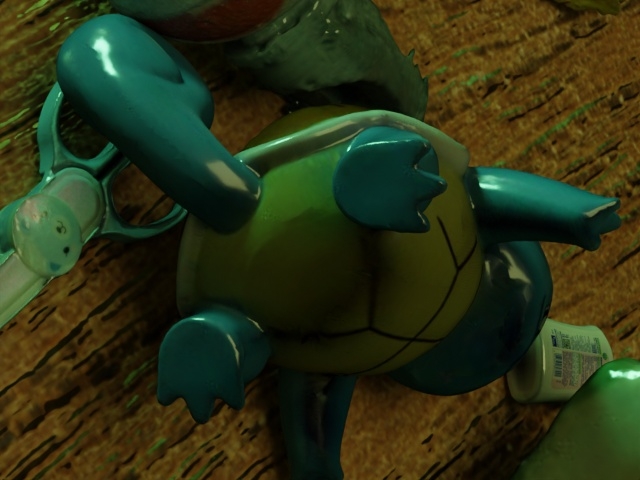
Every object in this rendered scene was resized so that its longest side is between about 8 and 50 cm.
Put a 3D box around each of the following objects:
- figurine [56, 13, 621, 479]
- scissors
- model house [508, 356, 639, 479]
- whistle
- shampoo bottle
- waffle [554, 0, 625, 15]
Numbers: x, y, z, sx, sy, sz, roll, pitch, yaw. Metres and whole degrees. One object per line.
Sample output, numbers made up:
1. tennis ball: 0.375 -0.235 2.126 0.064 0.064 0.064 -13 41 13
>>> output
1. figurine: 0.007 0.016 1.010 0.416 0.243 0.298 31 104 -33
2. scissors: -0.176 -0.003 0.979 0.125 0.030 0.256 54 49 -20
3. model house: 0.259 0.298 1.161 0.312 0.245 0.280 -55 146 -7
4. whistle: -0.038 -0.170 1.053 0.348 0.189 0.189 50 51 -34
5. shampoo bottle: 0.197 0.100 1.258 0.099 0.043 0.072 10 73 -39
6. waffle: 0.215 -0.329 1.375 0.229 0.057 0.219 32 60 -31
